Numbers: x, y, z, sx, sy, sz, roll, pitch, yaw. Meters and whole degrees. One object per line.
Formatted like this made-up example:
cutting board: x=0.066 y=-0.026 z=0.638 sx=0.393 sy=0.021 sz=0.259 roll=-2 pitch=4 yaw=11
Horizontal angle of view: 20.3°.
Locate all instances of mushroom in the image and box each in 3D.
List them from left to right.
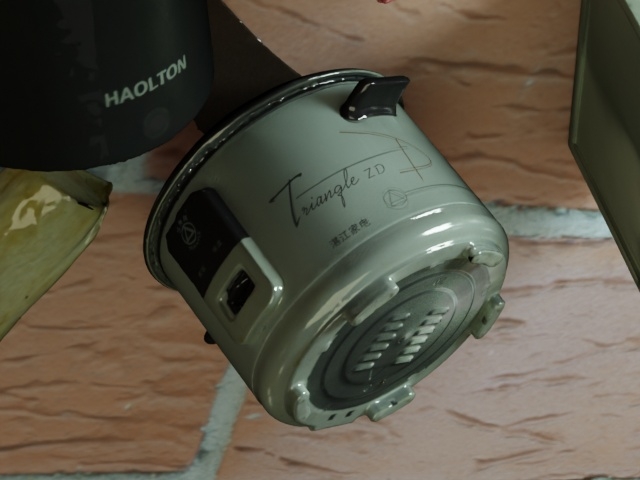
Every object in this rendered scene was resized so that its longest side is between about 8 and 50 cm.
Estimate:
mushroom: x=-0.291 y=0.051 z=1.426 sx=0.312 sy=0.081 sz=0.100 roll=-43 pitch=139 yaw=22

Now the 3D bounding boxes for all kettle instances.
kettle: x=-0.142 y=-0.225 z=1.107 sx=0.262 sy=0.203 sz=0.308 roll=-7 pitch=133 yaw=-9

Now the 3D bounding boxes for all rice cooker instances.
rice cooker: x=0.000 y=0.000 z=1.359 sx=0.241 sy=0.227 sz=0.280 roll=-10 pitch=142 yaw=-43

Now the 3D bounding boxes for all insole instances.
insole: x=-0.053 y=-0.101 z=1.405 sx=0.111 sy=0.007 sz=0.328 roll=-31 pitch=136 yaw=11

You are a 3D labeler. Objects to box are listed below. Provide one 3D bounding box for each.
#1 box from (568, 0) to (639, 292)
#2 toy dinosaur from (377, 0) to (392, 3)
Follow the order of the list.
box: x=0.289 y=-0.091 z=1.374 sx=0.117 sy=0.225 sz=0.225 roll=-12 pitch=138 yaw=-8
toy dinosaur: x=0.122 y=-0.265 z=1.272 sx=0.286 sy=0.070 sz=0.139 roll=-14 pitch=115 yaw=-7
